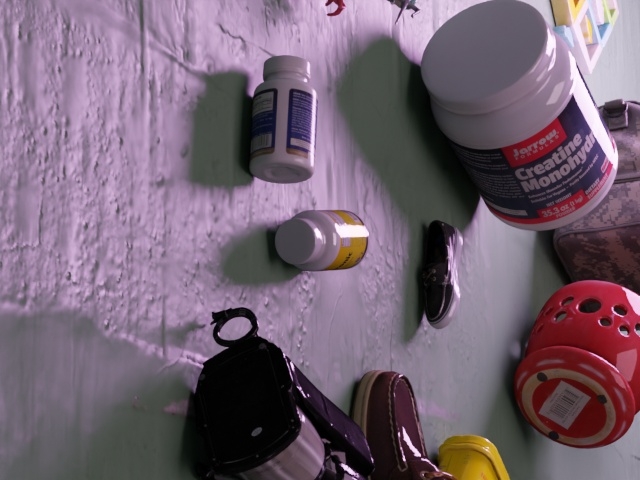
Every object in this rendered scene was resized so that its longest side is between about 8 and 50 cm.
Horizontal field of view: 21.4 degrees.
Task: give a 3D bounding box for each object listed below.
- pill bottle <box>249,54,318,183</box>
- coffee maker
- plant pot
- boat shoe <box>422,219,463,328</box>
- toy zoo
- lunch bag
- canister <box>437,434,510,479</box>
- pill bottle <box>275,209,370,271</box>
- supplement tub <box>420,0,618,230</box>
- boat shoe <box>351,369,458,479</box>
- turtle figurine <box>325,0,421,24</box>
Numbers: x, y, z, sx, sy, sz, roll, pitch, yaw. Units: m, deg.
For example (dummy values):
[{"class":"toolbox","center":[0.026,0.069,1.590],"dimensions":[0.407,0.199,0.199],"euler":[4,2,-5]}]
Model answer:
[{"class":"pill bottle","center":[-0.036,-0.123,1.714],"dimensions":[0.067,0.067,0.120],"euler":[34,54,-57]},{"class":"coffee maker","center":[-0.029,0.175,1.595],"dimensions":[0.178,0.120,0.171],"euler":[50,41,-49]},{"class":"plant pot","center":[0.368,0.178,2.316],"dimensions":[0.174,0.191,0.191],"euler":[-57,133,-47]},{"class":"boat shoe","center":[0.142,0.040,2.064],"dimensions":[0.040,0.049,0.142],"euler":[32,51,-34]},{"class":"toy zoo","center":[0.423,-0.395,2.747],"dimensions":[0.293,0.030,0.192],"euler":[-56,133,-54]},{"class":"lunch bag","center":[0.487,-0.037,2.580],"dimensions":[0.305,0.213,0.256],"euler":[53,39,-46]},{"class":"canister","center":[0.168,0.334,2.003],"dimensions":[0.126,0.073,0.170],"euler":[66,33,-33]},{"class":"pill bottle","center":[0.000,0.000,1.759],"dimensions":[0.116,0.065,0.065],"euler":[-1,84,-63]},{"class":"supplement tub","center":[0.256,-0.157,2.169],"dimensions":[0.272,0.191,0.191],"euler":[53,39,-45]},{"class":"boat shoe","center":[0.117,0.298,1.829],"dimensions":[0.123,0.123,0.342],"euler":[34,45,-57]},{"class":"turtle figurine","center":[0.044,-0.345,1.880],"dimensions":[0.234,0.118,0.175],"euler":[-90,172,-49]}]
